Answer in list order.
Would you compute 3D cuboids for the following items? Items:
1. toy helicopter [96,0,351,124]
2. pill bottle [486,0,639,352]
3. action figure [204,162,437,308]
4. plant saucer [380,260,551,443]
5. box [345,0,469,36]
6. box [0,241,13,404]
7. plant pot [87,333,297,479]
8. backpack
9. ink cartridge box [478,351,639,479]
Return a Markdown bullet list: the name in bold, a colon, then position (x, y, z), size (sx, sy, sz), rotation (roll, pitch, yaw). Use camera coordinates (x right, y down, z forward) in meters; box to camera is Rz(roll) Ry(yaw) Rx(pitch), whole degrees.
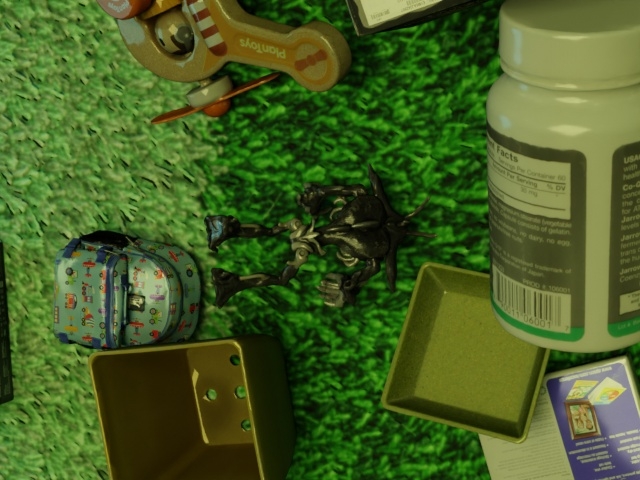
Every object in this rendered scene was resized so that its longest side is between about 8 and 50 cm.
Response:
- **toy helicopter**: position (-0.115, -0.238, 1.788), size (0.355, 0.140, 0.235), rotation (18, 126, 32)
- **pill bottle**: position (0.280, -0.079, 1.550), size (0.204, 0.204, 0.361), rotation (8, 120, 22)
- **action figure**: position (0.000, 0.000, 1.777), size (0.275, 0.141, 0.164), rotation (-9, 84, -3)
- **plant saucer**: position (0.187, 0.135, 1.726), size (0.188, 0.045, 0.188), rotation (12, 78, 27)
- **box**: position (0.233, -0.320, 1.507), size (0.394, 0.318, 0.097), rotation (-18, 98, 14)
- **box**: position (-0.501, 0.124, 1.972), size (0.059, 0.183, 0.233), rotation (-1, 96, 23)
- **plant pot**: position (-0.140, 0.215, 1.823), size (0.212, 0.187, 0.212), rotation (-7, 97, 23)
- **backpack**: position (-0.250, 0.074, 1.898), size (0.173, 0.117, 0.158), rotation (11, 101, 19)
- **ink cartridge box**: position (0.298, 0.256, 1.722), size (0.206, 0.045, 0.208), rotation (-16, 87, 24)
